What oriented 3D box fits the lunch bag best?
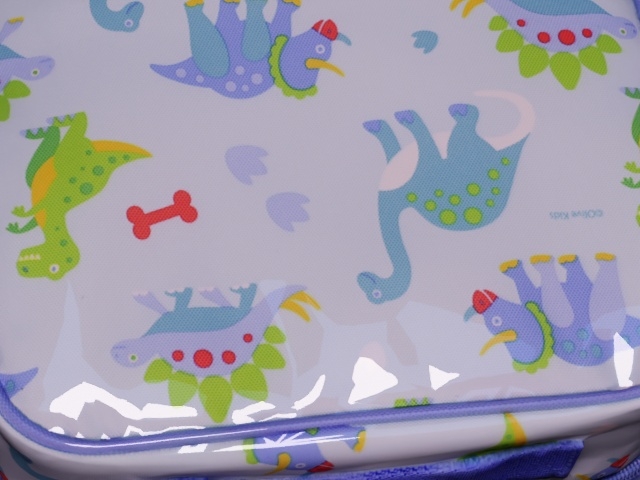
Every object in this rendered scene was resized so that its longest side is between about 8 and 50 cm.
[{"bbox_3d":[0.000,0.000,0.586,0.219,0.090,0.176,-6,61,-8],"label":"lunch bag"}]
